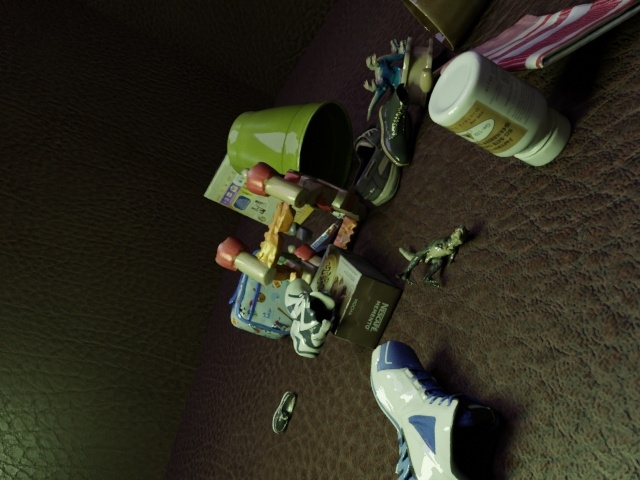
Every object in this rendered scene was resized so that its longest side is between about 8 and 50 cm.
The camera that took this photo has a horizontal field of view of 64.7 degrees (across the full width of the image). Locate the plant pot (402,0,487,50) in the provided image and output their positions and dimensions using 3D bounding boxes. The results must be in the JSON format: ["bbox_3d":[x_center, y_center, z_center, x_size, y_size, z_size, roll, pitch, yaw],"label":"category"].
[{"bbox_3d":[0.367,-0.674,1.351,0.230,0.215,0.215,-44,26,18],"label":"plant pot"}]

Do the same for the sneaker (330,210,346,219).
[{"bbox_3d":[0.066,-0.096,1.738,0.109,0.043,0.040,0,67,68],"label":"sneaker"}]

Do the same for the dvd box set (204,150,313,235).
[{"bbox_3d":[-0.240,-0.193,2.094,0.307,0.420,0.062,-45,26,50],"label":"dvd box set"}]

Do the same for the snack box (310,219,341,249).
[{"bbox_3d":[0.000,0.000,1.739,0.178,0.022,0.064,-44,-1,20],"label":"snack box"}]

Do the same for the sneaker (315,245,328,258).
[{"bbox_3d":[-0.022,0.072,1.755,0.209,0.069,0.082,-52,21,39],"label":"sneaker"}]

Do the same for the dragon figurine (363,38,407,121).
[{"bbox_3d":[0.230,-0.550,1.722,0.085,0.143,0.290,-167,79,-69],"label":"dragon figurine"}]

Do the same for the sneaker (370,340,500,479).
[{"bbox_3d":[0.203,0.290,0.847,0.182,0.127,0.316,-51,31,31],"label":"sneaker"}]

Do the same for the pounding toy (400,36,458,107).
[{"bbox_3d":[0.308,-0.469,1.450,0.270,0.154,0.154,-74,-11,-45],"label":"pounding toy"}]

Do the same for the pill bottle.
[{"bbox_3d":[0.320,-0.223,0.895,0.131,0.229,0.131,-53,24,37],"label":"pill bottle"}]

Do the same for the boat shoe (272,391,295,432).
[{"bbox_3d":[-0.108,0.522,1.534,0.125,0.046,0.038,-65,12,-19],"label":"boat shoe"}]

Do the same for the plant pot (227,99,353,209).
[{"bbox_3d":[-0.122,-0.321,1.784,0.352,0.366,0.367,14,80,28],"label":"plant pot"}]

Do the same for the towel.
[{"bbox_3d":[0.399,-0.380,0.954,0.237,0.037,0.329,-32,20,-5],"label":"towel"}]

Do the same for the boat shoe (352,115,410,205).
[{"bbox_3d":[0.174,-0.277,1.505,0.132,0.130,0.356,-39,34,54],"label":"boat shoe"}]

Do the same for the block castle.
[{"bbox_3d":[-0.077,-0.043,1.452,0.212,0.453,0.303,28,100,28],"label":"block castle"}]

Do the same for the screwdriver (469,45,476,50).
[{"bbox_3d":[0.389,-0.422,1.262,0.025,0.024,0.170,-17,55,30],"label":"screwdriver"}]

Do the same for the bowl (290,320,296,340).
[{"bbox_3d":[-0.037,0.263,1.610,0.142,0.053,0.142,-66,19,3],"label":"bowl"}]

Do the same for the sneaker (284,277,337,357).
[{"bbox_3d":[-0.016,0.151,1.244,0.153,0.094,0.235,-58,23,34],"label":"sneaker"}]

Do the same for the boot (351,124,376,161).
[{"bbox_3d":[0.153,-0.338,1.771,0.121,0.045,0.099,-71,16,-8],"label":"boot"}]

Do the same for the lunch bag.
[{"bbox_3d":[-0.189,0.194,1.803,0.115,0.243,0.304,-40,33,55],"label":"lunch bag"}]

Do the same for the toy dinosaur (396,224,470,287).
[{"bbox_3d":[0.233,0.042,1.108,0.118,0.064,0.268,-60,14,-22],"label":"toy dinosaur"}]

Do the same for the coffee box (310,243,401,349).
[{"bbox_3d":[0.078,0.137,1.331,0.168,0.118,0.297,-66,19,8],"label":"coffee box"}]

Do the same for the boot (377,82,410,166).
[{"bbox_3d":[0.218,-0.318,1.400,0.137,0.076,0.198,126,129,-65],"label":"boot"}]
